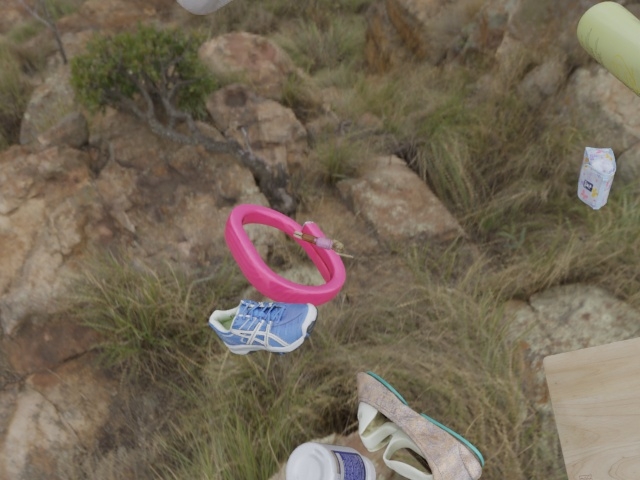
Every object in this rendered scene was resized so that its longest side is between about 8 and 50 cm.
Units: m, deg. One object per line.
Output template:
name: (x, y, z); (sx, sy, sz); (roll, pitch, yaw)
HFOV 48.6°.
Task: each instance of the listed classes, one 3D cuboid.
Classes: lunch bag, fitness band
lunch bag: (0.447, -0.102, 1.150); (0.053, 0.071, 0.083); (4, 40, 8)
fitness band: (-0.070, 0.023, 1.386); (0.209, 0.054, 0.291); (3, 35, -36)

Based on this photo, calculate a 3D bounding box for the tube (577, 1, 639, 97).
tube: (0.332, -0.184, 0.732); (0.070, 0.062, 0.240); (11, 33, -10)

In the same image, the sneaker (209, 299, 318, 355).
sneaker: (-0.096, 0.137, 1.153); (0.211, 0.081, 0.080); (-18, 42, 35)

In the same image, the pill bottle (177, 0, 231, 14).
pill bottle: (-0.101, -0.280, 0.405); (0.153, 0.153, 0.265); (-46, 106, -23)

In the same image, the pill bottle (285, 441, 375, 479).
pill bottle: (0.028, 0.457, 1.386); (0.112, 0.186, 0.112); (-13, 65, 31)

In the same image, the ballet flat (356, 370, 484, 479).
ballet flat: (0.128, 0.319, 1.183); (0.106, 0.108, 0.316); (-39, 31, -17)

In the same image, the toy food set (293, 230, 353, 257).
toy food set: (0.000, 0.000, 1.276); (0.122, 0.078, 0.019); (22, 95, 31)

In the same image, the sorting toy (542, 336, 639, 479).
sorting toy: (0.558, 0.311, 1.258); (0.257, 0.089, 0.256); (-20, 68, 34)
